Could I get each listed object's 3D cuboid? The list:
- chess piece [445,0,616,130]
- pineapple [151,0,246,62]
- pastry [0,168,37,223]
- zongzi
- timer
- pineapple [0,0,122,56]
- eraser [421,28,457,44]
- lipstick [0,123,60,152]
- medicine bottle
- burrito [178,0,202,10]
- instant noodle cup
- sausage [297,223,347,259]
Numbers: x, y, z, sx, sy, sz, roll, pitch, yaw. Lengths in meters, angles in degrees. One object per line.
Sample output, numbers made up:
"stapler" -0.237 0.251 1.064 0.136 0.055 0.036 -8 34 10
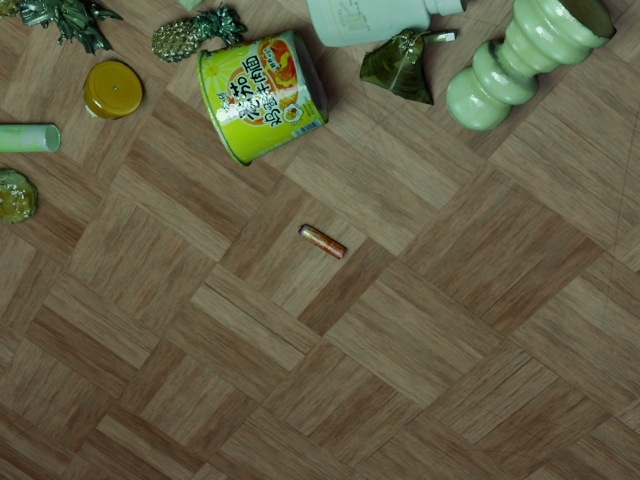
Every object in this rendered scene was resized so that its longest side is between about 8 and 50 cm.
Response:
"chess piece" 0.375 -0.342 1.573 0.182 0.182 0.330 39 130 -7
"pineapple" -0.270 -0.436 1.764 0.221 0.083 0.103 -13 127 24
"pastry" -0.808 -0.113 2.139 0.153 0.081 0.153 6 130 7
"zongzi" 0.195 -0.337 1.628 0.184 0.084 0.187 26 163 -19
"timer" -0.501 -0.326 1.901 0.132 0.132 0.152 50 144 -14
"pineapple" -0.617 -0.528 1.796 0.365 0.165 0.165 19 125 -5
"eraser" 0.229 -0.406 1.645 0.083 0.038 0.019 -5 113 20
"lipstick" -0.798 -0.255 2.053 0.304 0.076 0.076 1 120 16
"medicine bottle" 0.129 -0.473 1.594 0.296 0.111 0.161 -4 134 22
"burrito" -0.222 -0.608 1.632 0.143 0.105 0.299 41 122 -14
"instant noodle cup" -0.110 -0.305 1.692 0.200 0.264 0.264 -19 113 13
"sausage" 0.000 0.000 1.971 0.129 0.034 0.034 32 125 -3
